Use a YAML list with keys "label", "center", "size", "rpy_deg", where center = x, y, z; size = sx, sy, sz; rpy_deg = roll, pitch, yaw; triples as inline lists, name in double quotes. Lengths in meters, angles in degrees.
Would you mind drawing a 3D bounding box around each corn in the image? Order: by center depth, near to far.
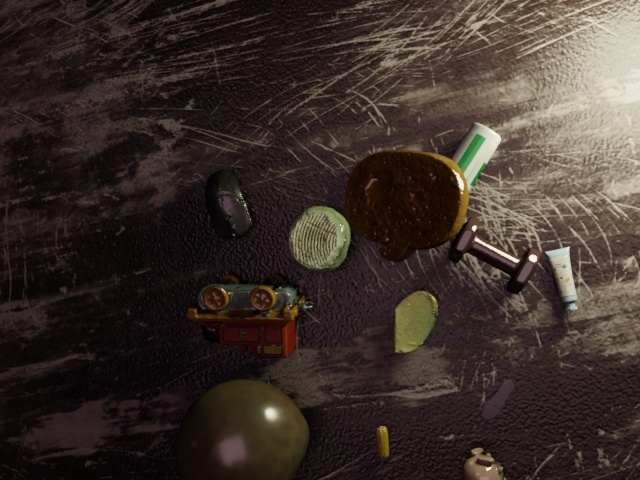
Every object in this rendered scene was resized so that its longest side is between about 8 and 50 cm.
- label: "corn"
  center: [0.181, 0.589, 1.877]
  size: [0.037, 0.037, 0.092]
  rpy_deg: [-6, 93, 12]

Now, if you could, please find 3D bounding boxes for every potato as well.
- label: "potato"
  center: [0.267, 0.233, 1.846]
  size: [0.119, 0.054, 0.198]
  rpy_deg: [17, 99, 11]

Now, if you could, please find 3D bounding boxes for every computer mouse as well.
- label: "computer mouse"
  center: [-0.286, -0.111, 1.952]
  size: [0.122, 0.073, 0.217]
  rpy_deg: [-20, 88, 11]

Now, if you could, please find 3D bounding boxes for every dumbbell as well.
- label: "dumbbell"
  center: [0.474, 0.041, 1.761]
  size: [0.225, 0.124, 0.140]
  rpy_deg: [30, 97, 10]

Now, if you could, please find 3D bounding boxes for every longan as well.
- label: "longan"
  center: [-0.222, 0.588, 1.820]
  size: [0.404, 0.336, 0.404]
  rpy_deg: [-7, 114, -16]

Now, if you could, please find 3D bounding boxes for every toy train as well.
- label: "toy train"
  center: [-0.200, 0.225, 1.898]
  size: [0.369, 0.163, 0.231]
  rpy_deg: [-1, 99, 12]

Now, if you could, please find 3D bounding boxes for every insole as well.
- label: "insole"
  center: [0.504, 0.453, 1.821]
  size: [0.045, 0.002, 0.135]
  rpy_deg: [32, 97, 9]

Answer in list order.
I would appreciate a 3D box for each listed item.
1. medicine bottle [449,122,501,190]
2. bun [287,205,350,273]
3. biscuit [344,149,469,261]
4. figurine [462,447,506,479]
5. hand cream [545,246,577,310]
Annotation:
- label: "medicine bottle"
  center: [0.395, -0.196, 1.791]
  size: [0.095, 0.095, 0.260]
  rpy_deg: [34, 96, 10]
- label: "bun"
  center: [0.000, 0.000, 1.868]
  size: [0.195, 0.118, 0.195]
  rpy_deg: [-1, 84, 14]
- label: "biscuit"
  center: [0.233, -0.095, 1.797]
  size: [0.367, 0.063, 0.314]
  rpy_deg: [10, 97, 33]
- label: "figurine"
  center: [0.453, 0.653, 1.775]
  size: [0.125, 0.125, 0.138]
  rpy_deg: [-10, 91, 12]
- label: "hand cream"
  center: [0.668, 0.107, 1.760]
  size: [0.065, 0.043, 0.170]
  rpy_deg: [-13, 86, 16]
